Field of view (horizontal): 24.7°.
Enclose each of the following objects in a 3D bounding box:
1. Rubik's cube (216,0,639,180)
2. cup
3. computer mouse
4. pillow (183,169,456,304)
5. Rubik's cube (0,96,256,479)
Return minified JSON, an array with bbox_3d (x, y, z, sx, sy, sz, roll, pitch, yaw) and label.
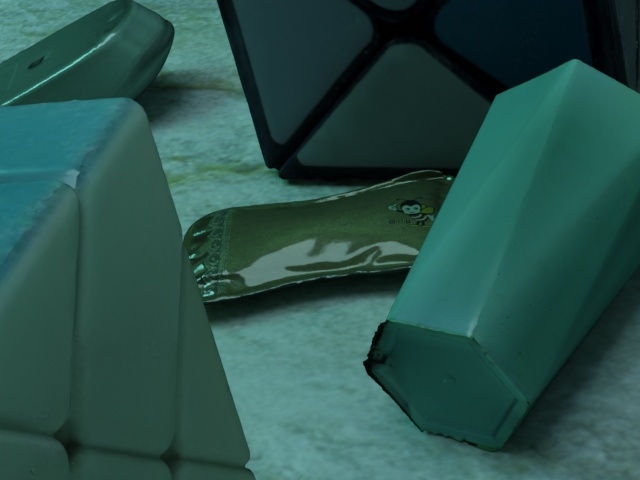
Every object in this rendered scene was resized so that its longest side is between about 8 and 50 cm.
[{"bbox_3d":[0.107,-0.242,1.152,0.310,0.305,0.307,2,37,23],"label":"Rubik's cube"},{"bbox_3d":[0.125,0.008,0.924,0.148,0.134,0.236,31,52,12],"label":"cup"},{"bbox_3d":[-0.236,-0.143,1.349,0.231,0.079,0.128,-22,27,16],"label":"computer mouse"},{"bbox_3d":[0.000,-0.001,1.075,0.217,0.033,0.130,-8,32,9],"label":"pillow"},{"bbox_3d":[-0.229,0.148,0.674,0.316,0.319,0.322,-3,33,19],"label":"Rubik's cube"}]
